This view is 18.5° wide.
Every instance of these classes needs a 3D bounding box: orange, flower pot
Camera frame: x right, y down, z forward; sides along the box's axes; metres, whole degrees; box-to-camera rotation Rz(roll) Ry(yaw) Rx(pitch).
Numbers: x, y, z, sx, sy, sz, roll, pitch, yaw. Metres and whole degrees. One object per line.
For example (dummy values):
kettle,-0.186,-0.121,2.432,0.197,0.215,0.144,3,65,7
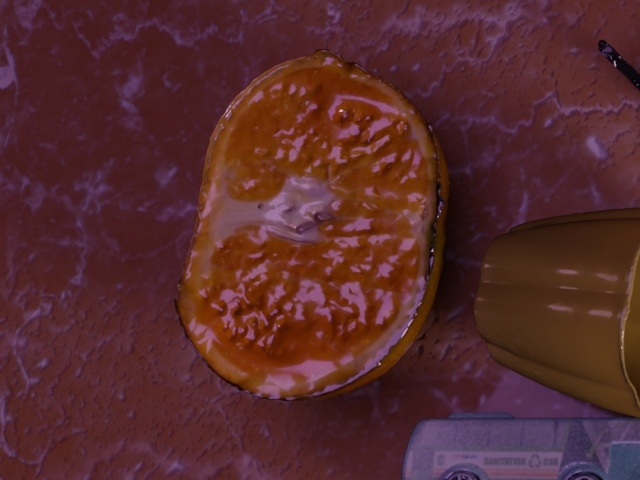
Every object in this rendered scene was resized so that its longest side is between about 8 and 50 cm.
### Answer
orange,-0.003,0.002,1.895,0.274,0.274,0.310,-6,42,22
flower pot,0.250,0.058,1.818,0.179,0.195,0.195,8,82,37

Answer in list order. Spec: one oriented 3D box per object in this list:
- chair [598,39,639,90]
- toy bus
chair,0.389,-0.132,1.845,0.174,0.149,0.213,-40,109,8
toy bus,0.205,0.219,1.848,0.262,0.091,0.109,-2,67,22
